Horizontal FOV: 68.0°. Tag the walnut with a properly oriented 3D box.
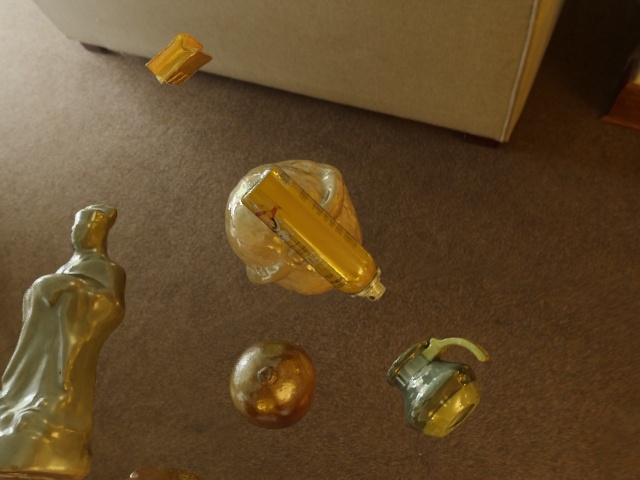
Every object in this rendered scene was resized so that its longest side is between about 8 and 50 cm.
[{"bbox_3d":[-0.066,-0.038,1.196,0.382,0.381,0.380,-5,65,10],"label":"walnut"}]

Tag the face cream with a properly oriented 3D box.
[{"bbox_3d":[0.000,0.000,0.966,0.349,0.105,0.105,43,78,-14],"label":"face cream"}]

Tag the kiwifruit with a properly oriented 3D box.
[{"bbox_3d":[-0.104,0.316,1.051,0.196,0.234,0.195,-3,66,6],"label":"kiwifruit"}]

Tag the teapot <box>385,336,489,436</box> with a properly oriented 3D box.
[{"bbox_3d":[0.181,0.213,0.725,0.119,0.130,0.165,46,111,33],"label":"teapot"}]

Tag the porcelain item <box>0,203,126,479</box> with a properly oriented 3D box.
[{"bbox_3d":[-0.190,0.062,0.360,0.081,0.069,0.215,-9,57,20],"label":"porcelain item"}]

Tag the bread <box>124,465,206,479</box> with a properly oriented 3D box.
[{"bbox_3d":[-0.300,0.581,0.928,0.270,0.270,0.148,47,109,25],"label":"bread"}]

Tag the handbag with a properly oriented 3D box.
[{"bbox_3d":[-0.164,-0.211,0.563,0.061,0.083,0.027,-38,100,8],"label":"handbag"}]
